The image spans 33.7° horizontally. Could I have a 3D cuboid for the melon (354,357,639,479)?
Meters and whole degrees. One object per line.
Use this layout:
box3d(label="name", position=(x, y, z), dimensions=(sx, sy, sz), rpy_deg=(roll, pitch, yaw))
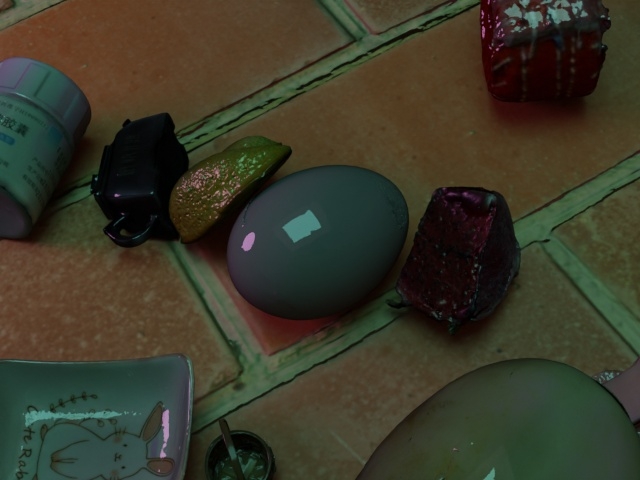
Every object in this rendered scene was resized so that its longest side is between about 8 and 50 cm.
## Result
box3d(label="melon", position=(0.129, 0.238, 0.834), dimensions=(0.223, 0.223, 0.317), rpy_deg=(30, 62, 24))

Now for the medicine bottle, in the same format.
box3d(label="medicine bottle", position=(-0.346, -0.106, 1.188), dimensions=(0.135, 0.135, 0.168), rpy_deg=(12, 56, 15))

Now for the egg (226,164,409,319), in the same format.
box3d(label="egg", position=(0.000, 0.000, 1.063), dimensions=(0.198, 0.146, 0.146), rpy_deg=(-25, 55, -26))

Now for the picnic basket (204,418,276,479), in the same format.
box3d(label="picnic basket", position=(-0.076, 0.201, 0.969), dimensions=(0.072, 0.083, 0.072), rpy_deg=(-4, 54, 5))

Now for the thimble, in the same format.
box3d(label="thimble", position=(0.247, -0.245, 1.195), dimensions=(0.125, 0.163, 0.190), rpy_deg=(-3, 41, 5))

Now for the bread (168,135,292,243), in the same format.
box3d(label="bread", position=(-0.093, -0.073, 1.116), dimensions=(0.065, 0.187, 0.149), rpy_deg=(47, 56, -8))

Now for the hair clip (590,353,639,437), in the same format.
box3d(label="hair clip", position=(0.314, 0.150, 0.993), dimensions=(0.138, 0.102, 0.123), rpy_deg=(-41, 52, 18))

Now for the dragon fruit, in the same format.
box3d(label="dragon fruit", position=(0.146, 0.021, 1.075), dimensions=(0.102, 0.096, 0.147), rpy_deg=(21, 91, 31))

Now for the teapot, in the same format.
box3d(label="teapot", position=(-0.208, -0.067, 1.174), dimensions=(0.096, 0.087, 0.177), rpy_deg=(-5, 55, 9))

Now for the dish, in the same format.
box3d(label="dish", position=(-0.222, 0.190, 1.000), dimensions=(0.212, 0.077, 0.151), rpy_deg=(-3, 53, 5))
